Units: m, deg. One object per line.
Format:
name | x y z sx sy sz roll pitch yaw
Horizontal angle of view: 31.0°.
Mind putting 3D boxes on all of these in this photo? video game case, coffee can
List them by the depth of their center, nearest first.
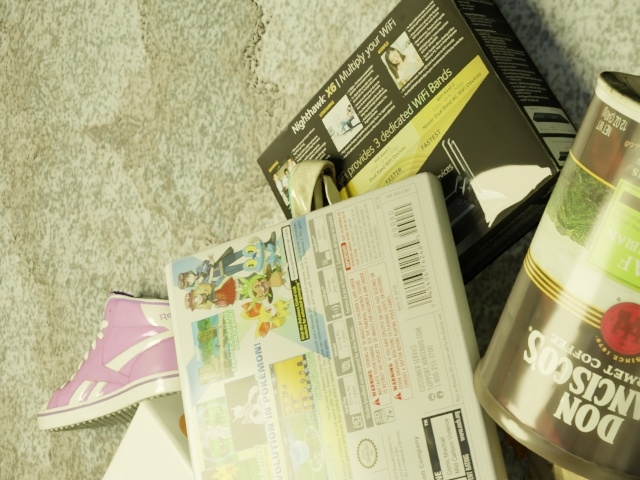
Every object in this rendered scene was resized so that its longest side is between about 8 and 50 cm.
coffee can | 0.262 0.030 0.915 0.201 0.201 0.275 34 115 37
video game case | 0.005 0.134 1.073 0.300 0.036 0.329 -19 70 23

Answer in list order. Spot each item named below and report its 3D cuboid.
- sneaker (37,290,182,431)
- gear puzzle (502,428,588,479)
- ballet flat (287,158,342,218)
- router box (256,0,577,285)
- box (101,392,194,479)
sneaker | -0.273 0.156 1.518 0.282 0.102 0.161 -23 73 31
gear puzzle | 0.230 0.229 0.999 0.339 0.044 0.175 -126 22 -57
ballet flat | 0.000 0.000 1.156 0.052 0.057 0.168 -10 86 35
router box | 0.093 -0.075 1.155 0.309 0.081 0.243 -43 64 36
box | -0.050 0.330 1.221 0.345 0.215 0.168 48 123 31
